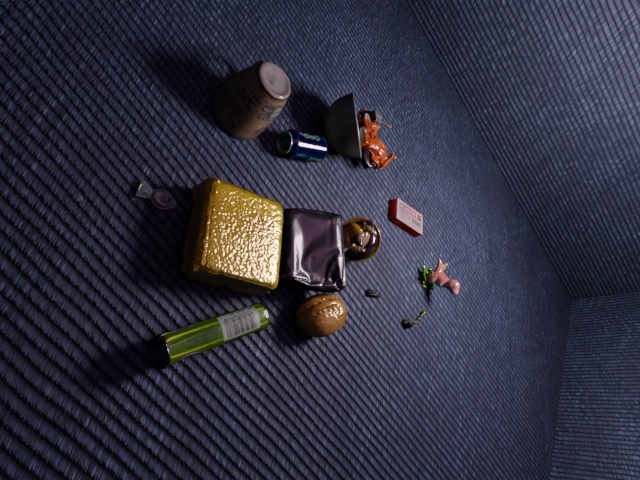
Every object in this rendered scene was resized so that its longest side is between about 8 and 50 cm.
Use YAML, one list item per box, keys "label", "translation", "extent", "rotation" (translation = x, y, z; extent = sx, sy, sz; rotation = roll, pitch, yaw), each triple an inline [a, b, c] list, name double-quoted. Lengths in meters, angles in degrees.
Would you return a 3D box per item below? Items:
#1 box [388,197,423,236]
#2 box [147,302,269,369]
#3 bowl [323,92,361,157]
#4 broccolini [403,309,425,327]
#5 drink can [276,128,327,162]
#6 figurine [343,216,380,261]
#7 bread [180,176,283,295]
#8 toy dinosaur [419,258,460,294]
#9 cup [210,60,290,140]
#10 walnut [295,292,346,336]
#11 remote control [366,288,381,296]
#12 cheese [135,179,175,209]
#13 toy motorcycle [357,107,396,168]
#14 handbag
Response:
- label: "box"
  translation: [0.442, -0.118, 2.211]
  extent: [0.229, 0.050, 0.123]
  rotation: [27, 57, -34]
- label: "box"
  translation: [-0.321, 0.279, 1.280]
  extent: [0.345, 0.134, 0.097]
  rotation: [-13, 81, -46]
- label: "bowl"
  translation: [0.093, -0.501, 1.910]
  extent: [0.289, 0.146, 0.289]
  rotation: [-7, 90, -85]
- label: "broccolini"
  translation: [0.457, 0.382, 2.071]
  extent: [0.194, 0.054, 0.052]
  rotation: [-16, 118, -52]
- label: "drink can"
  translation: [-0.074, -0.388, 1.760]
  extent: [0.205, 0.118, 0.118]
  rotation: [0, 76, -45]
- label: "figurine"
  translation: [0.149, -0.013, 1.777]
  extent: [0.167, 0.192, 0.257]
  rotation: [49, 5, 21]
- label: "bread"
  translation: [-0.278, -0.010, 1.415]
  extent: [0.324, 0.143, 0.333]
  rotation: [22, 61, -38]
- label: "toy dinosaur"
  translation: [0.606, 0.188, 2.172]
  extent: [0.152, 0.177, 0.194]
  rotation: [21, 60, -39]
- label: "cup"
  translation: [-0.228, -0.551, 1.573]
  extent: [0.227, 0.257, 0.301]
  rotation: [28, 56, -37]
- label: "walnut"
  translation: [0.003, 0.275, 1.581]
  extent: [0.207, 0.159, 0.159]
  rotation: [-6, 80, -38]
- label: "remote control"
  translation: [0.239, 0.238, 1.916]
  extent: [0.091, 0.016, 0.034]
  rotation: [16, 50, -40]
- label: "cheese"
  translation: [-0.504, -0.135, 1.321]
  extent: [0.121, 0.026, 0.067]
  rotation: [29, 57, -34]
- label: "toy motorcycle"
  translation: [0.264, -0.482, 2.095]
  extent: [0.221, 0.148, 0.325]
  rotation: [16, 62, -47]
- label: "handbag"
  translation: [-0.052, 0.044, 1.593]
  extent: [0.275, 0.178, 0.302]
  rotation: [6, 72, -24]
